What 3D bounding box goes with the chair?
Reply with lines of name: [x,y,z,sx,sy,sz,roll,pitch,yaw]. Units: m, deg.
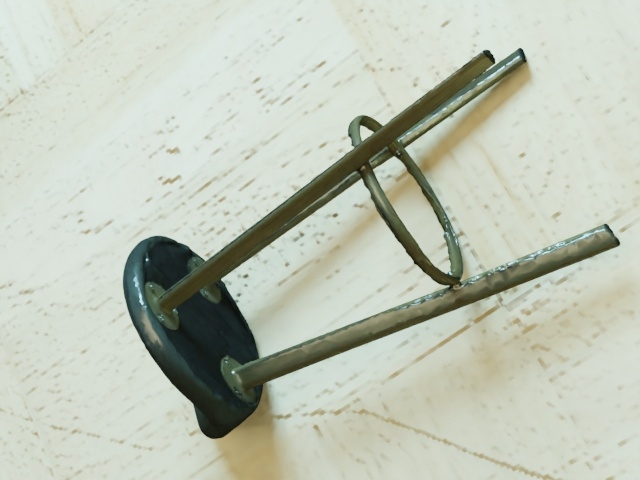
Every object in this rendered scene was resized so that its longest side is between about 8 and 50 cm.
chair: [0.001,0.000,0.541,0.221,0.095,0.104,-34,55,21]
